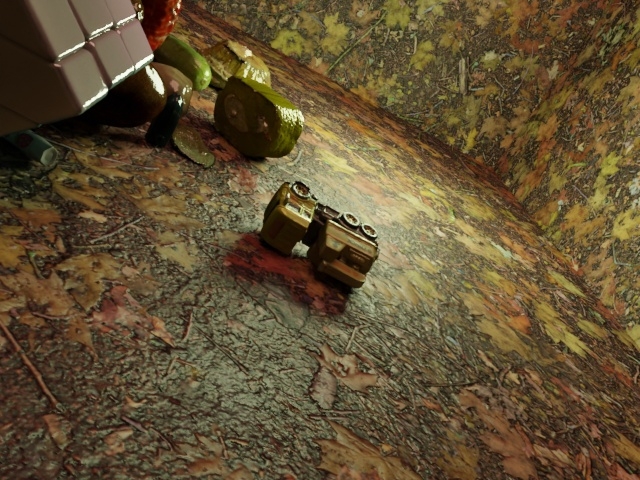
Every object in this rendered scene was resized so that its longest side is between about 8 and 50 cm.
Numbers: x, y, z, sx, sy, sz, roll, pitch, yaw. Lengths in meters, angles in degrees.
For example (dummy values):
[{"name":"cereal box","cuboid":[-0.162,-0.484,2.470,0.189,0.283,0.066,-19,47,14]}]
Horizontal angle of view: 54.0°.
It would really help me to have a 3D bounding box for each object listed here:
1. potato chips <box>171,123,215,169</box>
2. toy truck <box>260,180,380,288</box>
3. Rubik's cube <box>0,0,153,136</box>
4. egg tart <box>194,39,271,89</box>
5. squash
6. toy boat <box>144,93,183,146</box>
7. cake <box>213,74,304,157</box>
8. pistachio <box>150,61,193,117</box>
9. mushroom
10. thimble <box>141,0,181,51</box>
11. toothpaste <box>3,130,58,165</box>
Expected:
[{"name":"potato chips","cuboid":[-0.335,-0.247,1.600,0.209,0.026,0.142,43,21,21]},{"name":"toy truck","cuboid":[0.000,0.000,1.385,0.272,0.124,0.157,31,32,-10]},{"name":"Rubik's cube","cuboid":[-0.518,-0.362,1.019,0.316,0.321,0.319,-78,152,-59]},{"name":"egg tart","cuboid":[-0.299,-0.621,2.283,0.352,0.150,0.352,29,24,-14]},{"name":"squash","cuboid":[-0.474,-0.603,2.052,0.118,0.118,0.370,4,33,-48]},{"name":"toy boat","cuboid":[-0.366,-0.289,1.490,0.055,0.141,0.060,18,33,-29]},{"name":"cake","cuboid":[-0.188,-0.347,1.797,0.260,0.179,0.156,40,23,27]},{"name":"pistachio","cuboid":[-0.428,-0.408,1.690,0.152,0.126,0.223,-27,53,-23]},{"name":"mushroom","cuboid":[-0.504,-0.379,1.347,0.345,0.345,0.239,37,53,14]},{"name":"thimble","cuboid":[-0.588,-0.679,1.789,0.230,0.350,0.350,41,24,18]},{"name":"toothpaste","cuboid":[-0.575,-0.203,1.178,0.194,0.043,0.067,32,30,16]}]
